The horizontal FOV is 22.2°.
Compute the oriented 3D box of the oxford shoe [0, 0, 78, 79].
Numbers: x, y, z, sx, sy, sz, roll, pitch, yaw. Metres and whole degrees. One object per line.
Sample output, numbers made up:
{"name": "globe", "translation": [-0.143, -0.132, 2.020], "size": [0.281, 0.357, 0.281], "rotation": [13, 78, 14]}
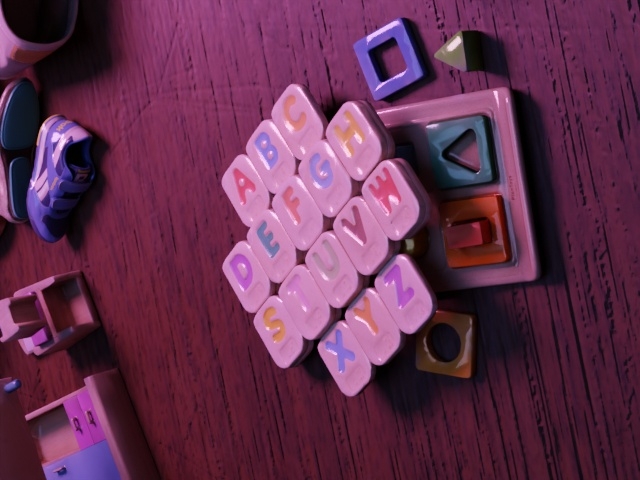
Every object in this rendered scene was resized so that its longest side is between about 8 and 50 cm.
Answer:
{"name": "oxford shoe", "translation": [-0.336, -0.393, 1.722], "size": [0.130, 0.169, 0.449], "rotation": [5, 108, 38]}

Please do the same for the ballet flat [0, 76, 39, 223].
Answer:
{"name": "ballet flat", "translation": [-0.352, -0.103, 1.845], "size": [0.052, 0.057, 0.168], "rotation": [15, 106, 43]}

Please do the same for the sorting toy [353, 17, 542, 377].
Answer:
{"name": "sorting toy", "translation": [0.106, -0.039, 1.531], "size": [0.196, 0.047, 0.348], "rotation": [-8, 93, 36]}

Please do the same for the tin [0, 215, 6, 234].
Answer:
{"name": "tin", "translation": [-0.420, -0.081, 1.909], "size": [0.106, 0.040, 0.190], "rotation": [-10, 91, 32]}

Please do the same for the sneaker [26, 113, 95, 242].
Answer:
{"name": "sneaker", "translation": [-0.284, -0.064, 1.804], "size": [0.059, 0.053, 0.144], "rotation": [18, 108, 30]}

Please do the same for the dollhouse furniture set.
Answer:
{"name": "dollhouse furniture set", "translation": [-0.375, 0.215, 1.758], "size": [0.198, 0.303, 0.286], "rotation": [-27, 82, 35]}

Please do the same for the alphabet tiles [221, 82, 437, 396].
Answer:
{"name": "alphabet tiles", "translation": [0.000, 0.000, 1.590], "size": [0.284, 0.021, 0.278], "rotation": [-50, 61, 42]}
